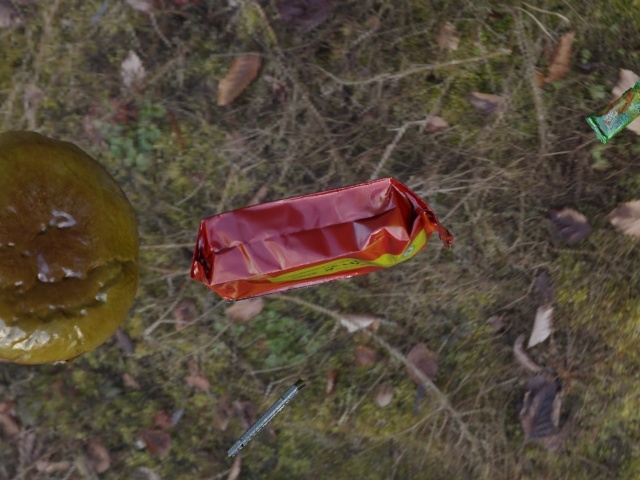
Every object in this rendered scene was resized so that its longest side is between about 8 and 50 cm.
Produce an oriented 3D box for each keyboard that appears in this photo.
[{"bbox_3d":[-0.068,0.228,1.231,0.015,0.049,0.129,45,98,4],"label":"keyboard"}]

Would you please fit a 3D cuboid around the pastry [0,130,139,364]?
[{"bbox_3d":[-0.414,0.013,1.368,0.164,0.356,0.356,-30,83,54],"label":"pastry"}]

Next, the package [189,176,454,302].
[{"bbox_3d":[-0.001,0.001,1.555,0.423,0.196,0.123,-12,79,4],"label":"package"}]

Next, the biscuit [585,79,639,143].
[{"bbox_3d":[0.396,-0.168,1.266,0.089,0.016,0.046,-37,109,-5],"label":"biscuit"}]
